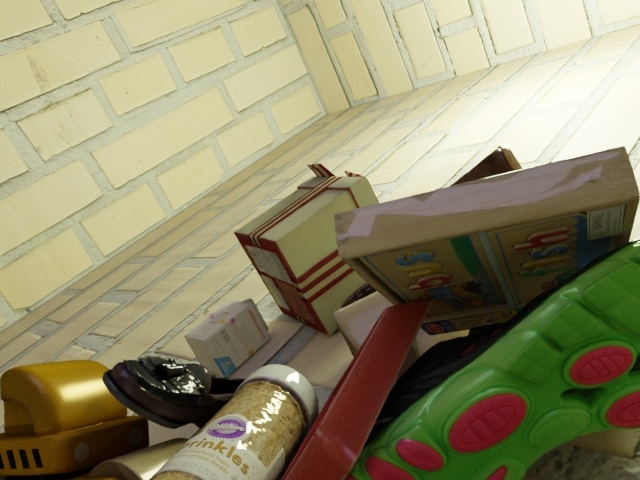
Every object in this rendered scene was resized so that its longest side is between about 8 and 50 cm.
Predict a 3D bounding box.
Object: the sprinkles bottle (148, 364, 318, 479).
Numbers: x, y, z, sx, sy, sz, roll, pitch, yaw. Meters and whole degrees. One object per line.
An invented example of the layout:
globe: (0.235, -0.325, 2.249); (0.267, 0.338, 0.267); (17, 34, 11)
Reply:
sprinkles bottle: (-0.114, 0.277, 0.690); (0.121, 0.121, 0.355); (-17, 7, 22)

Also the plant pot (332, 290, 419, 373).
plant pot: (0.097, 0.156, 0.896); (0.109, 0.109, 0.096); (-26, 31, -1)

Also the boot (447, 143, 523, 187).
boot: (0.313, -0.103, 1.211); (0.207, 0.090, 0.248); (-29, -11, 5)

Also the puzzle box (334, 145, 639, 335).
puzzle box: (0.212, 0.034, 0.689); (0.272, 0.409, 0.052); (-12, 66, 20)

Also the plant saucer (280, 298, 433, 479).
plant saucer: (0.025, 0.211, 0.680); (0.258, 0.047, 0.259); (-50, -11, -49)

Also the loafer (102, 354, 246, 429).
loafer: (-0.185, 0.210, 0.824); (0.109, 0.302, 0.095); (37, 83, 32)

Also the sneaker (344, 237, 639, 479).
sneaker: (0.219, 0.133, 0.616); (0.482, 0.185, 0.202); (-33, 12, 10)

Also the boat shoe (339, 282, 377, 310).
boat shoe: (0.153, 0.098, 1.013); (0.257, 0.095, 0.095); (-24, -17, -5)

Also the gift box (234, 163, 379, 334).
gift box: (0.000, 0.000, 1.175); (0.258, 0.255, 0.276); (-35, 25, -19)

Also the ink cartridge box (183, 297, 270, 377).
ink cartridge box: (-0.180, 0.189, 1.152); (0.143, 0.092, 0.090); (-38, 22, -33)

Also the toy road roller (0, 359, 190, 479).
toy road roller: (-0.319, 0.282, 0.785); (0.329, 0.241, 0.202); (-12, -10, 25)
